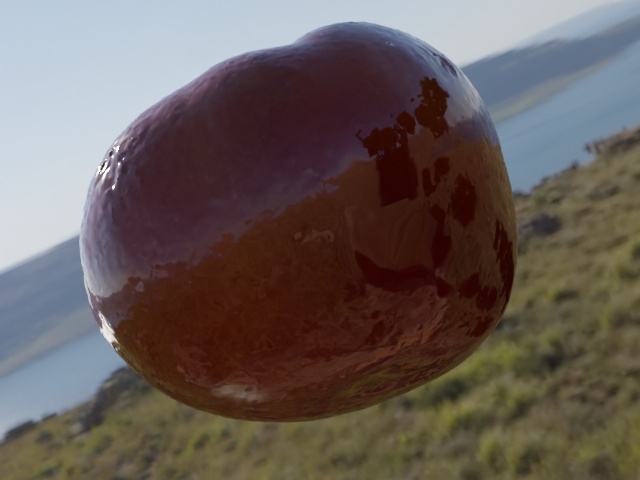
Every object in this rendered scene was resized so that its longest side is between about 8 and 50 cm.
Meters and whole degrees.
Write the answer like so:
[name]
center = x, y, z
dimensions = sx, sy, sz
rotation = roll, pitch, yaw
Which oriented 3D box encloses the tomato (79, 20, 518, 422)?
[tomato]
center = -0.004, 0.002, 0.708
dimensions = 0.259, 0.180, 0.260
rotation = -18, -26, -9
